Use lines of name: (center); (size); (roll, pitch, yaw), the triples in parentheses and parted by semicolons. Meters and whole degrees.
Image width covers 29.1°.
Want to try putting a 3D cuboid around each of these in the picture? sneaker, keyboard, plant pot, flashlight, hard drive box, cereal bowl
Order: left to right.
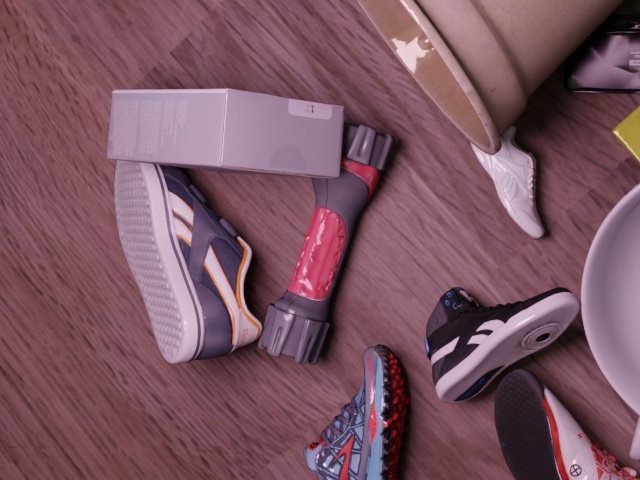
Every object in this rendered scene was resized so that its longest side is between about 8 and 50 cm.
sneaker: (-0.172, 0.012, 1.577); (0.126, 0.127, 0.321); (-54, 48, 47)
hard drive box: (-0.115, -0.127, 1.475); (0.232, 0.181, 0.089); (8, 93, 47)
flashlight: (0.000, 0.000, 1.529); (0.103, 0.103, 0.304); (18, 91, -20)
sneaker: (0.036, 0.256, 1.530); (0.125, 0.104, 0.261); (7, 93, 17)
sneaker: (0.200, 0.089, 1.464); (0.217, 0.079, 0.121); (-42, 49, 31)
plant pot: (0.212, -0.319, 1.381); (0.305, 0.334, 0.334); (-38, 82, 2)
sneaker: (0.239, -0.073, 1.494); (0.061, 0.054, 0.152); (-28, 83, 11)
sneaker: (0.313, 0.274, 1.455); (0.090, 0.145, 0.270); (-49, 53, 38)
keyboard: (0.387, -0.225, 1.465); (0.192, 0.038, 0.100); (3, 103, 21)
cereal bowl: (0.469, 0.058, 1.366); (0.339, 0.141, 0.339); (9, 108, 28)

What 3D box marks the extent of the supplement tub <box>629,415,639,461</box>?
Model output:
supplement tub: (0.422, 0.237, 1.441); (0.107, 0.071, 0.071); (17, 95, 14)

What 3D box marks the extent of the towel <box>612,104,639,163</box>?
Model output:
towel: (0.461, -0.077, 1.453); (0.102, 0.021, 0.237); (-43, 80, 7)
